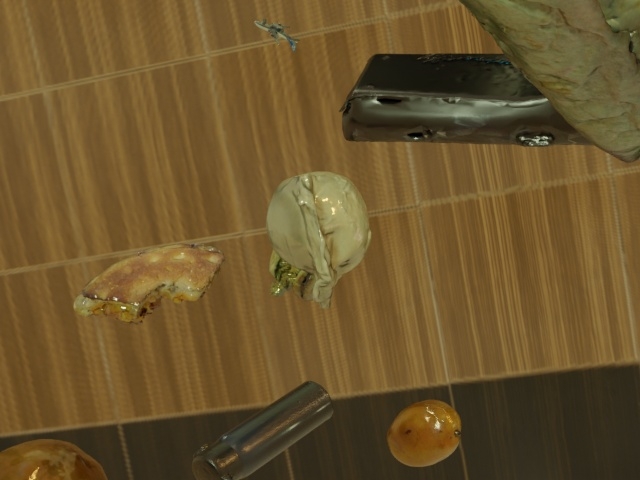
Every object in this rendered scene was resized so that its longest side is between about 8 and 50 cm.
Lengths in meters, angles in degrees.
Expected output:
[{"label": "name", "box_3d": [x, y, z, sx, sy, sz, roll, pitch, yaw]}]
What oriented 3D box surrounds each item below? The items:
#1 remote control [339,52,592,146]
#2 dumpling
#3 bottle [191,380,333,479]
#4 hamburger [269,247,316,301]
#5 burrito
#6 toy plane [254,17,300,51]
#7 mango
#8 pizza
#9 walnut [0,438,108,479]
[{"label": "remote control", "box_3d": [0.215, -0.138, 0.801, 0.398, 0.144, 0.062, 3, 128, 19]}, {"label": "dumpling", "box_3d": [0.000, 0.000, 1.224, 0.147, 0.258, 0.193, -10, 84, 2]}, {"label": "bottle", "box_3d": [-0.087, 0.296, 1.311, 0.082, 0.244, 0.072, 32, 129, 29]}, {"label": "hamburger", "box_3d": [-0.036, 0.042, 1.670, 0.131, 0.159, 0.185, 35, 66, 18]}, {"label": "burrito", "box_3d": [0.156, -0.110, 0.482, 0.096, 0.309, 0.066, -10, 66, 37]}, {"label": "toy plane", "box_3d": [-0.072, -0.352, 1.450, 0.084, 0.078, 0.024, 33, 126, -10]}, {"label": "mango", "box_3d": [0.130, 0.249, 1.102, 0.114, 0.060, 0.080, -31, 77, 35]}, {"label": "pizza", "box_3d": [-0.314, 0.086, 1.622, 0.161, 0.305, 0.086, 50, 147, 39]}, {"label": "walnut", "box_3d": [-0.352, 0.381, 1.026, 0.203, 0.203, 0.298, 19, 104, 7]}]
